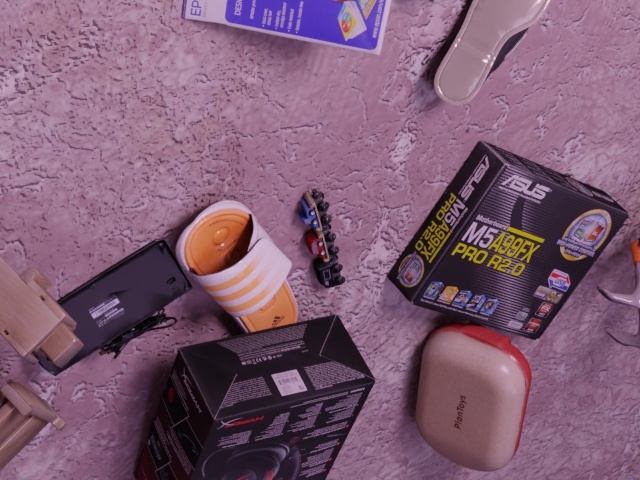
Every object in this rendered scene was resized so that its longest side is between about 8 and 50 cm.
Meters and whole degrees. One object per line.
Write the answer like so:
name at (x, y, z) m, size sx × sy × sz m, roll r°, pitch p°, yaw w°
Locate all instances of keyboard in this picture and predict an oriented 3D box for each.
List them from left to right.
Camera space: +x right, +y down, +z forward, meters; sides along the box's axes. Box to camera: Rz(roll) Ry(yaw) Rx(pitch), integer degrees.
keyboard at (-0.238, 0.081, 1.803) m, size 0.192 × 0.038 × 0.100 m, roll -32°, pitch 114°, yaw -8°

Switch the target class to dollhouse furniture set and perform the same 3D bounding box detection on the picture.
dollhouse furniture set at (-0.386, 0.157, 1.740) m, size 0.303 × 0.174 × 0.355 m, roll -44°, pitch 165°, yaw -5°

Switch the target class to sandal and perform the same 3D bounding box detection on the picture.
sandal at (-0.070, 0.050, 1.848) m, size 0.102 × 0.076 × 0.265 m, roll -47°, pitch 141°, yaw -9°

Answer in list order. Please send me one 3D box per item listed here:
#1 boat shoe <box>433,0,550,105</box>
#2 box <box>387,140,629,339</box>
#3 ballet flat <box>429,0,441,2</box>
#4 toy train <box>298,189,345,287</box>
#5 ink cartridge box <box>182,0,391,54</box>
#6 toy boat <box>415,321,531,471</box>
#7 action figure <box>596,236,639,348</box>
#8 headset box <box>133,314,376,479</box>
boat shoe at (0.197, -0.245, 1.830) m, size 0.206 × 0.075 × 0.065 m, roll -55°, pitch 180°, yaw 8°
box at (0.243, 0.006, 2.060) m, size 0.270 × 0.060 × 0.216 m, roll 18°, pitch 113°, yaw -44°
ballet flat at (0.107, -0.297, 1.693) m, size 0.247 × 0.083 × 0.087 m, roll 9°, pitch 126°, yaw -35°
toy train at (0.000, 0.000, 1.904) m, size 0.036 × 0.027 × 0.158 m, roll -20°, pitch 136°, yaw -7°
ink cartridge box at (-0.022, -0.297, 1.586) m, size 0.208 × 0.045 × 0.206 m, roll 10°, pitch 125°, yaw -2°
toy boat at (0.219, 0.195, 2.168) m, size 0.151 × 0.151 × 0.231 m, roll -44°, pitch 148°, yaw -44°
action figure at (0.523, 0.016, 2.179) m, size 0.330 × 0.178 × 0.341 m, roll -47°, pitch 143°, yaw -7°
headset box at (-0.088, 0.237, 1.944) m, size 0.218 × 0.110 × 0.293 m, roll -11°, pitch 143°, yaw -29°
